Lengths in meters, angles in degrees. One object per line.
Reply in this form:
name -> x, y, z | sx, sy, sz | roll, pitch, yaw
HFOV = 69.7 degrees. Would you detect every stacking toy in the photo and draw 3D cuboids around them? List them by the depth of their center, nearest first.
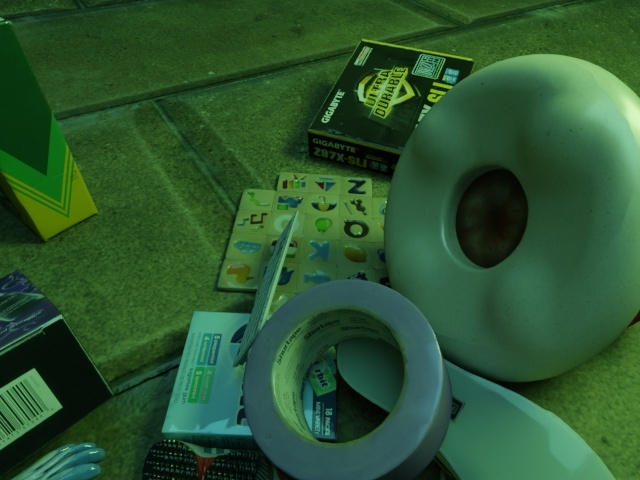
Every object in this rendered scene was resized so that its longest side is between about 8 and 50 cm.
stacking toy -> 0.357, -0.009, 0.606 | 0.480, 0.350, 0.350 | 6, 40, -29

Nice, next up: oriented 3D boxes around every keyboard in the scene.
keyboard -> -0.064, 0.048, 0.594 | 0.014, 0.072, 0.256 | 24, 32, -8

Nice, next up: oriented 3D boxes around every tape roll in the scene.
tape roll -> 0.026, 0.138, 0.445 | 0.189, 0.080, 0.188 | -12, 53, 16

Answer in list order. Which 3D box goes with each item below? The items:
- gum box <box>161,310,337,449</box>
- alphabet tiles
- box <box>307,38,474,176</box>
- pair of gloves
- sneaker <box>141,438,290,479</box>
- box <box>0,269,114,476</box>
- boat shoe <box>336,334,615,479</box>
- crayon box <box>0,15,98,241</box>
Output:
gum box -> -0.073, 0.162, 0.546 | 0.185, 0.041, 0.156 | 2, 45, 0
alphabet tiles -> 0.000, 0.000, 0.737 | 0.286, 0.011, 0.342 | 4, 45, 0
box -> 0.151, -0.273, 0.938 | 0.257, 0.079, 0.321 | 18, 57, 12
pair of gloves -> -0.298, 0.217, 0.434 | 0.159, 0.023, 0.198 | -23, 21, -32
sneaker -> -0.104, 0.239, 0.462 | 0.162, 0.075, 0.057 | -9, 53, 27
box -> -0.335, 0.130, 0.467 | 0.207, 0.108, 0.153 | 13, 39, 45
boat shoe -> 0.150, 0.197, 0.478 | 0.306, 0.105, 0.113 | 26, 77, 33
crayon box -> -0.534, -0.210, 0.705 | 0.363, 0.313, 0.106 | 31, 55, 25
